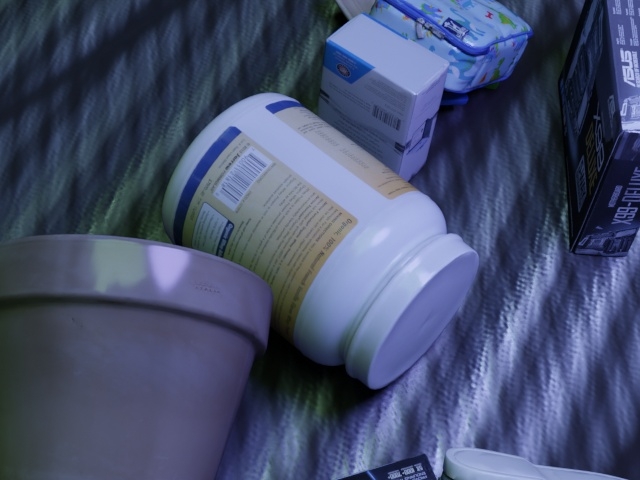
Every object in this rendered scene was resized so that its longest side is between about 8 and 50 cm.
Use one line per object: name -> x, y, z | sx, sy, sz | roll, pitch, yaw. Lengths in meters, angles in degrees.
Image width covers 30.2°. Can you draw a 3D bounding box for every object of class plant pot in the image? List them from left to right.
plant pot -> -0.215, 0.176, 1.197 | 0.323, 0.323, 0.280 | 3, 70, -2

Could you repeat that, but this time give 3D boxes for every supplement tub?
supplement tub -> 0.000, 0.000, 1.359 | 0.316, 0.228, 0.228 | 38, 60, 21

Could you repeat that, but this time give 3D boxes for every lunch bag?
lunch bag -> 0.168, -0.280, 1.565 | 0.176, 0.090, 0.219 | 38, 32, 19

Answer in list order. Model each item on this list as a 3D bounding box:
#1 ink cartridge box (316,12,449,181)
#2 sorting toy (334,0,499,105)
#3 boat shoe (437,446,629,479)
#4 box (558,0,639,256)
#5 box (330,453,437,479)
ink cartridge box -> 0.073, -0.172, 1.511 | 0.140, 0.190, 0.082 | 34, 58, 19
sorting toy -> 0.128, -0.313, 1.707 | 0.196, 0.047, 0.347 | -17, 60, -24
boat shoe -> 0.276, 0.304, 1.261 | 0.319, 0.116, 0.099 | 14, 97, -2
box -> 0.372, -0.171, 1.501 | 0.077, 0.242, 0.307 | 5, 55, -1
box -> 0.041, 0.300, 1.174 | 0.147, 0.180, 0.077 | -13, 56, -13
